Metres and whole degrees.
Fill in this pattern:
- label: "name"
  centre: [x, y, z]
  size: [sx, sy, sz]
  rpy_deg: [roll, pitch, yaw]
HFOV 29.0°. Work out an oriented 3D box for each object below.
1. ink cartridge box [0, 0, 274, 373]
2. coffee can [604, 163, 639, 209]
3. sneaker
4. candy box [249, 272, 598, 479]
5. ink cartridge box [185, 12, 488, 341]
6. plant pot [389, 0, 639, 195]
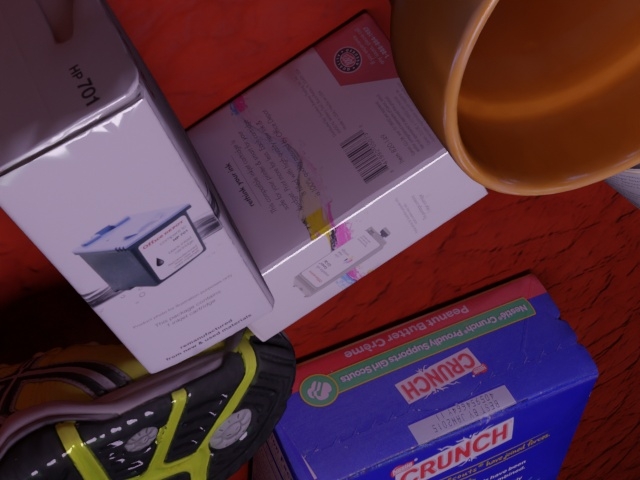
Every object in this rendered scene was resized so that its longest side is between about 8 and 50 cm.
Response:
- label: "ink cartridge box"
  centre: [-0.106, -0.043, 0.601]
  size: [0.082, 0.140, 0.191]
  rpy_deg: [-30, 146, 0]
- label: "coffee can"
  centre: [0.250, -0.102, 0.761]
  size: [0.201, 0.201, 0.275]
  rpy_deg: [-43, 146, 16]
- label: "sneaker"
  centre: [-0.199, 0.121, 0.731]
  size: [0.384, 0.147, 0.145]
  rpy_deg: [-23, 144, -13]
- label: "candy box"
  centre: [0.076, 0.204, 1.088]
  size: [0.268, 0.122, 0.317]
  rpy_deg: [-18, 145, -19]
- label: "ink cartridge box"
  centre: [-0.020, -0.026, 0.717]
  size: [0.198, 0.115, 0.067]
  rpy_deg: [-33, 147, 3]
- label: "plant pot"
  centre: [0.101, -0.158, 0.577]
  size: [0.205, 0.188, 0.205]
  rpy_deg: [-22, 146, -16]
